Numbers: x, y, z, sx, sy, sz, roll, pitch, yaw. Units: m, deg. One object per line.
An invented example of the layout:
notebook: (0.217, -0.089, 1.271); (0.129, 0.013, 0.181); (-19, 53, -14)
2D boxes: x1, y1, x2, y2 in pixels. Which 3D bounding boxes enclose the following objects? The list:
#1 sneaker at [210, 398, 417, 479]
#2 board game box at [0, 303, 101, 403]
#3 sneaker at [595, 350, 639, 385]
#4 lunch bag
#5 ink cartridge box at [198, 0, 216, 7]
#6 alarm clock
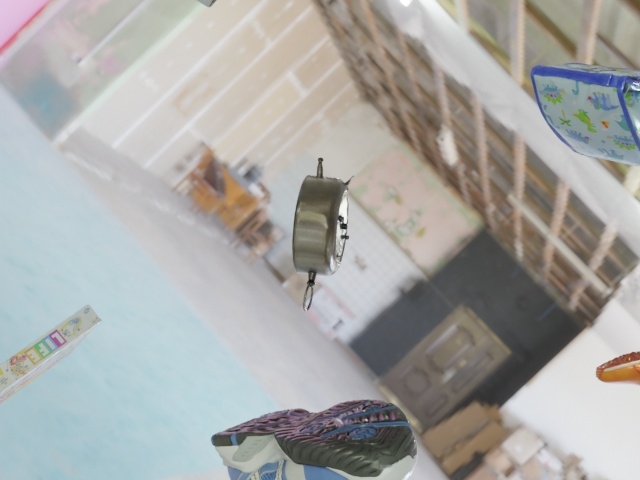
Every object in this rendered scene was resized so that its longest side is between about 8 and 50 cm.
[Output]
sneaker: (0.002, 0.159, 0.720); (0.211, 0.080, 0.081); (-18, -92, 60)
board game box: (-0.329, 0.140, 1.196); (0.026, 0.103, 0.154); (51, 47, 1)
sneaker: (0.415, 0.161, 1.249); (0.064, 0.175, 0.068); (142, -54, -89)
lunch bag: (0.331, -0.158, 1.229); (0.128, 0.096, 0.151); (17, -9, 46)
ink cartridge box: (-0.273, -0.478, 1.413); (0.370, 0.069, 0.176); (27, 50, -21)
alarm clock: (0.000, 0.000, 1.369); (0.064, 0.192, 0.129); (9, -14, 10)
